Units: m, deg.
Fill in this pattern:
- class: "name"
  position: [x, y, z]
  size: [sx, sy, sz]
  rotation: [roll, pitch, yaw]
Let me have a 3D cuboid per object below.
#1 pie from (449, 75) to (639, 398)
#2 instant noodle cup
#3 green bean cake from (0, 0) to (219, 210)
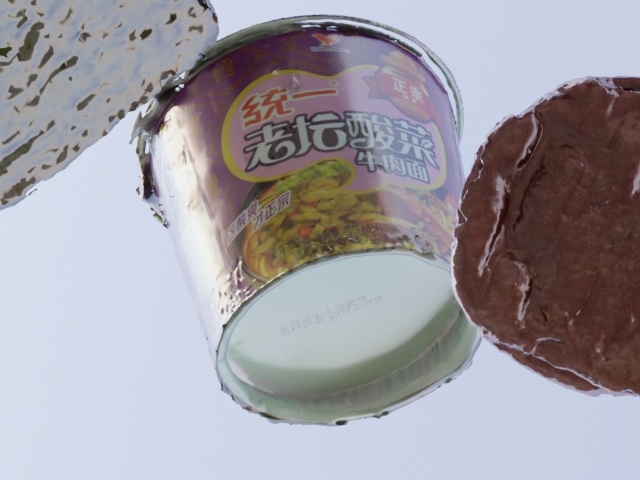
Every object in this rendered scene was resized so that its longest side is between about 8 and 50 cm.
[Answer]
- class: "pie"
  position: [0.130, -0.002, 0.649]
  size: [0.154, 0.038, 0.153]
  rotation: [0, -90, -6]
- class: "instant noodle cup"
  position: [0.000, 0.000, 1.391]
  size: [0.340, 0.340, 0.266]
  rotation: [-30, -134, 19]
- class: "green bean cake"
  position: [-0.161, -0.128, 0.743]
  size: [0.181, 0.173, 0.094]
  rotation: [-38, -131, -8]
